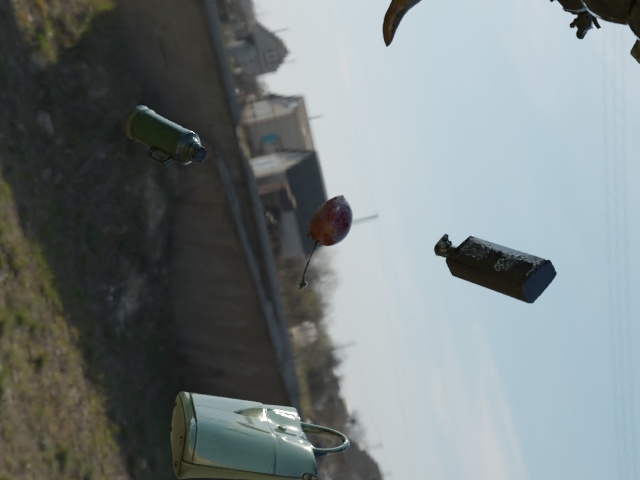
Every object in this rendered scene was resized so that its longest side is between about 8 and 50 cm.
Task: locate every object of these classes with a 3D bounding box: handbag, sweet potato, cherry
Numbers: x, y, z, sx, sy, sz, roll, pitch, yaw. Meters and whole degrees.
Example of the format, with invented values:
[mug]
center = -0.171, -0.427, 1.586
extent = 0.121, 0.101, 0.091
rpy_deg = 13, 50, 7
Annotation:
[handbag]
center = -0.106, 0.361, 1.614
extent = 0.241, 0.315, 0.109
rpy_deg = -125, -131, -68
[sweet potato]
center = 0.208, -0.526, 1.930
extent = 0.078, 0.255, 0.058
rpy_deg = 47, 1, -8
[cherry]
center = 0.000, 0.000, 2.025
extent = 0.225, 0.090, 0.107
rpy_deg = -59, -159, 5

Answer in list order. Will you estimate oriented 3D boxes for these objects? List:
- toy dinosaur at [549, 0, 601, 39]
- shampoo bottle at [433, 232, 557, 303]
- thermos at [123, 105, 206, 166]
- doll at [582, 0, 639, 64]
[toy dinosaur]
center = 0.583, -0.491, 1.953
extent = 0.179, 0.087, 0.187
rpy_deg = 50, 10, 33
[shampoo bottle]
center = 0.364, 0.052, 1.993
extent = 0.309, 0.098, 0.071
rpy_deg = 20, -29, 53
[thermos]
center = -0.307, -0.203, 1.812
extent = 0.188, 0.083, 0.073
rpy_deg = 28, -53, 30
[doll]
center = 0.667, -0.498, 1.581
extent = 0.378, 0.382, 0.252
rpy_deg = 50, 1, 24
